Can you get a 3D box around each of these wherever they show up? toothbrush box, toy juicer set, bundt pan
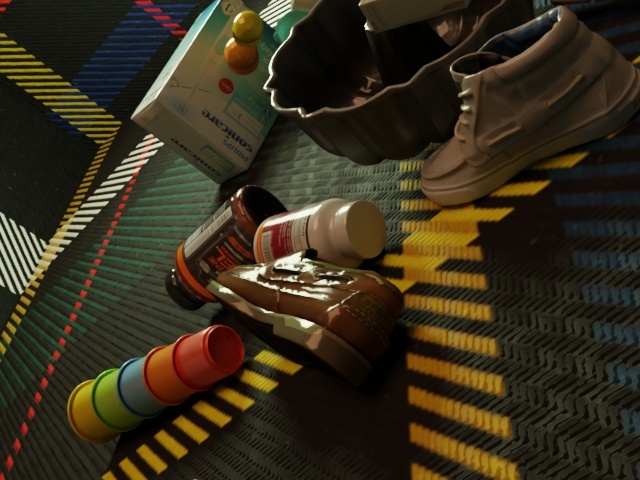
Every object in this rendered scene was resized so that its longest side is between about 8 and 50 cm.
[{"bbox_3d":[-0.188,-0.293,1.611,0.126,0.216,0.295,-18,39,55],"label":"toothbrush box"},{"bbox_3d":[-0.039,-0.369,1.439,0.329,0.209,0.089,-24,58,50],"label":"toy juicer set"},{"bbox_3d":[0.103,-0.215,0.974,0.331,0.124,0.331,-24,37,20],"label":"bundt pan"}]

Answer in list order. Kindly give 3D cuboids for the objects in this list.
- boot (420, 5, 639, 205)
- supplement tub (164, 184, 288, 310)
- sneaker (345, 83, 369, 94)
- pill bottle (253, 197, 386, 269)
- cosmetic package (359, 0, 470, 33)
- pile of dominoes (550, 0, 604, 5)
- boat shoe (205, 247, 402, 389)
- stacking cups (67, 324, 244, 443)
[{"bbox_3d":[0.161,-0.126,0.788,0.258,0.123,0.095,-28,32,45],"label":"boot"},{"bbox_3d":[-0.134,0.018,1.177,0.198,0.106,0.106,-41,24,28],"label":"supplement tub"},{"bbox_3d":[0.044,-0.222,1.240,0.319,0.112,0.131,-107,25,-56],"label":"sneaker"},{"bbox_3d":[0.000,0.000,0.956,0.152,0.086,0.086,-13,43,46],"label":"pill bottle"},{"bbox_3d":[0.104,-0.263,0.881,0.115,0.041,0.060,-4,47,40],"label":"cosmetic package"},{"bbox_3d":[0.359,-0.303,0.819,0.196,0.040,0.251,-55,30,-9],"label":"pile of dominoes"},{"bbox_3d":[-0.017,0.067,0.889,0.104,0.111,0.307,-53,31,-13],"label":"boat shoe"},{"bbox_3d":[-0.223,0.192,1.107,0.316,0.096,0.096,-29,31,42],"label":"stacking cups"}]
